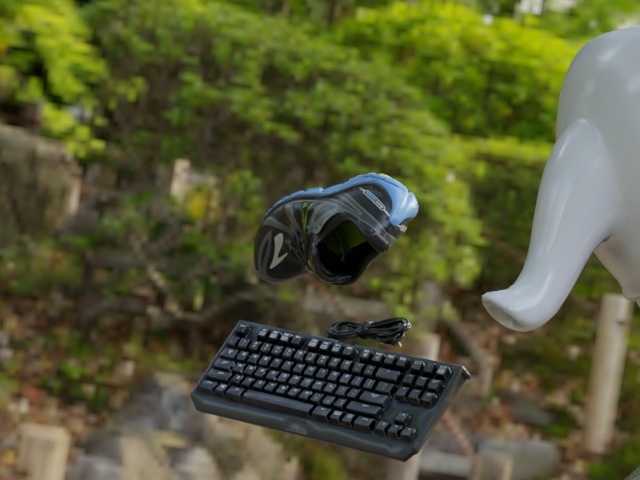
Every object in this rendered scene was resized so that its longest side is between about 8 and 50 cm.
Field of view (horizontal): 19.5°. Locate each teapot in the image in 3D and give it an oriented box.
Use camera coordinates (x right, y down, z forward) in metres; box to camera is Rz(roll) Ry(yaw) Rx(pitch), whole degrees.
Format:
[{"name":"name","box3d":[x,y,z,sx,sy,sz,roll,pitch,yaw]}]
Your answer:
[{"name":"teapot","box3d":[0.254,-0.016,1.045,0.256,0.187,0.252,-1,-5,28]}]

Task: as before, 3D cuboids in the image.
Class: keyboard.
[{"name":"keyboard","box3d":[0.009,0.084,1.220,0.180,0.108,0.023,10,-43,34]}]

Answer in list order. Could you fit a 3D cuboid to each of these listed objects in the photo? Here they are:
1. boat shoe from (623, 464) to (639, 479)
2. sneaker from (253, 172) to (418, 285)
[{"name":"boat shoe","box3d":[0.187,0.086,0.660,0.103,0.118,0.320,52,-15,11]},{"name":"sneaker","box3d":[0.000,0.000,1.518,0.067,0.078,0.188,43,-35,-21]}]
